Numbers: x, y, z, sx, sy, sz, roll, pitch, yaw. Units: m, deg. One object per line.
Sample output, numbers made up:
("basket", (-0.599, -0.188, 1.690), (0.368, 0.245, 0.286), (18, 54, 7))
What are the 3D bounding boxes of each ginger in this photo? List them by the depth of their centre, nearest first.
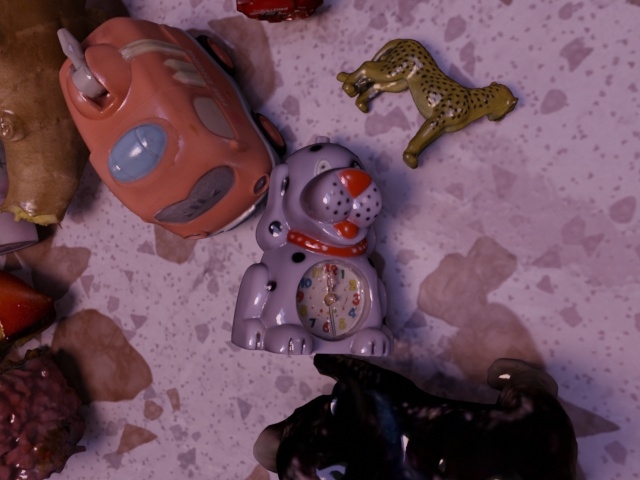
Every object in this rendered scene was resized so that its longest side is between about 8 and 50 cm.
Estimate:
("ginger", (-0.370, -0.213, 0.702), (0.166, 0.236, 0.375), (11, 131, -13))

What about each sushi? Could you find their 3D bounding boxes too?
("sushi", (-0.485, 0.293, 0.770), (0.270, 0.236, 0.171), (-26, 98, 20))

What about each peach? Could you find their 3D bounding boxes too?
("peach", (-0.520, 0.117, 0.799), (0.267, 0.159, 0.154), (-34, 95, 7))

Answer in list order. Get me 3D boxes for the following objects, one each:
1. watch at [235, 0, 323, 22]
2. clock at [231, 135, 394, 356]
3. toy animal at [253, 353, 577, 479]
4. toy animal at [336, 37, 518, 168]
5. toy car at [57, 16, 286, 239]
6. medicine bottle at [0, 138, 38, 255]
("watch", (-0.057, -0.386, 0.602), (0.102, 0.165, 0.268), (-1, 96, 18))
("clock", (0.001, 0.003, 0.626), (0.189, 0.189, 0.254), (7, 89, 18))
("toy animal", (0.090, 0.215, 0.531), (0.344, 0.303, 0.194), (-3, 90, 18))
("toy animal", (0.113, -0.176, 0.622), (0.136, 0.073, 0.181), (-41, 69, 9))
("toy car", (-0.185, -0.133, 0.641), (0.180, 0.212, 0.270), (-35, 83, 17))
("medicine bottle", (-0.510, -0.104, 0.787), (0.152, 0.152, 0.254), (-17, 89, 19))
